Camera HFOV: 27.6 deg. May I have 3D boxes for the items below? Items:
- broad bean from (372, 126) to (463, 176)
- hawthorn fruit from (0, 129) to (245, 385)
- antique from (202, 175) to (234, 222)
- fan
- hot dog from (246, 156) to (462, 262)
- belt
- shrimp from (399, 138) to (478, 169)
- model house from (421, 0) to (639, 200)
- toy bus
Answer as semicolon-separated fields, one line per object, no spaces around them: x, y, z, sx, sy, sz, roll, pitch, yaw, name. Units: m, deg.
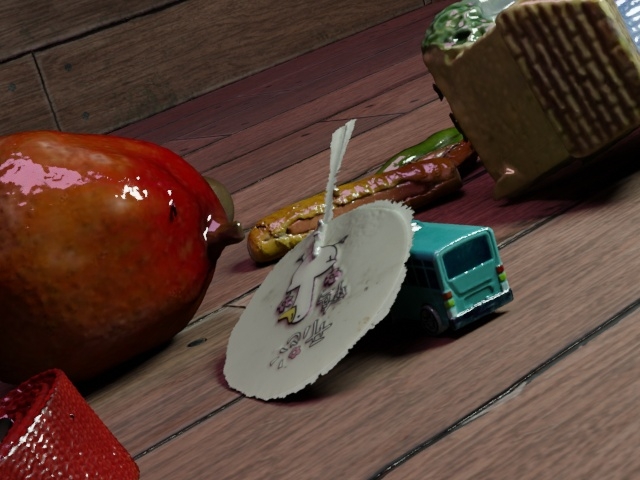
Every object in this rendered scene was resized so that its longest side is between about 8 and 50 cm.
0.162;-0.126;1.829;0.297;0.043;0.060;-28;-8;-37;broad bean
-0.259;0.010;1.377;0.311;0.295;0.295;-23;15;-24;hawthorn fruit
-0.221;-0.046;1.849;0.143;0.121;0.257;-17;12;-28;antique
0.000;-0.001;1.269;0.233;0.012;0.414;-32;28;25;fan
0.042;-0.042;1.628;0.286;0.061;0.088;-19;2;-12;hot dog
-0.203;0.188;0.904;0.128;0.124;0.201;-31;14;21;belt
0.166;-0.100;1.738;0.184;0.043;0.091;-30;17;-26;shrimp
0.311;-0.233;1.483;0.321;0.261;0.266;-31;0;-22;model house
0.094;0.028;1.211;0.079;0.091;0.160;-24;15;-28;toy bus
